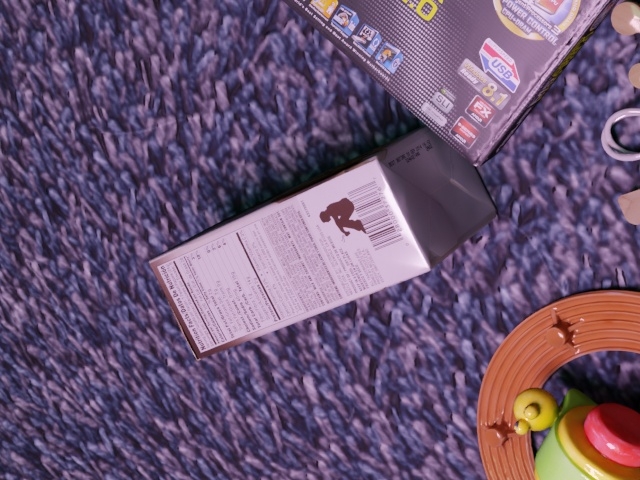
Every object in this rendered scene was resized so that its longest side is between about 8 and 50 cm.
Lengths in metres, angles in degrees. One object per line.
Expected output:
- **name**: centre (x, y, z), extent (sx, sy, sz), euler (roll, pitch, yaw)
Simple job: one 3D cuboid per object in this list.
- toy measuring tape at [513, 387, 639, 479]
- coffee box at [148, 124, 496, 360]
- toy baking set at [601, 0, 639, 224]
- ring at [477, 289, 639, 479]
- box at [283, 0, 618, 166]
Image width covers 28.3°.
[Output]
- **toy measuring tape**: centre (0.302, 0.244, 1.141), extent (0.330, 0.121, 0.121), euler (38, 123, 23)
- **coffee box**: centre (0.000, 0.000, 1.259), extent (0.297, 0.168, 0.119), euler (-23, 96, 35)
- **toy baking set**: centre (0.344, -0.127, 1.100), extent (0.197, 0.030, 0.256), euler (13, 114, 28)
- **ring**: centre (0.298, 0.212, 1.229), extent (0.337, 0.032, 0.336), euler (12, 112, 32)
- **box**: centre (0.114, -0.235, 1.169), extent (0.270, 0.060, 0.216), euler (43, 124, 9)
